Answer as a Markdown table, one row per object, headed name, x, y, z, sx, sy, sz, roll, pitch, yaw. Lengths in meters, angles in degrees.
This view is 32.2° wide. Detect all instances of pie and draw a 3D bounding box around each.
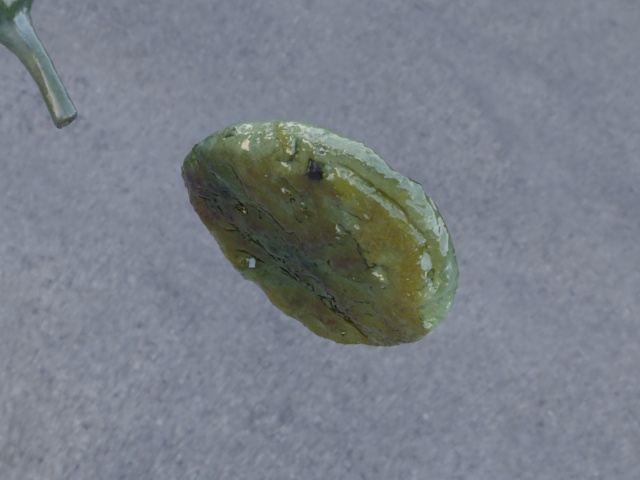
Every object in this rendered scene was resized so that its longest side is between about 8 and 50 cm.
| name | x | y | z | sx | sy | sz | roll | pitch | yaw |
| --- | --- | --- | --- | --- | --- | --- | --- | --- | --- |
| pie | 0.000 | 0.000 | 0.981 | 0.277 | 0.277 | 0.078 | 38 | 66 | -1 |

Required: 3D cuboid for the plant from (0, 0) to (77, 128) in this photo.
| name | x | y | z | sx | sy | sz | roll | pitch | yaw |
| --- | --- | --- | --- | --- | --- | --- | --- | --- | --- |
| plant | -0.346 | -0.295 | 1.161 | 0.297 | 0.261 | 0.306 | 26 | 9 | -1 |
